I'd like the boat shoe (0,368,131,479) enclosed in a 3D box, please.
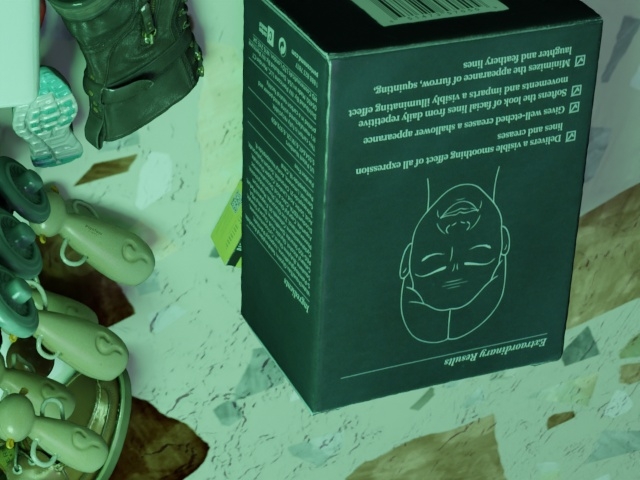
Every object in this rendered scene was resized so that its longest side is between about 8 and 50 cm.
[{"bbox_3d":[-0.319,0.258,1.824,0.104,0.110,0.307,14,121,-35],"label":"boat shoe"}]

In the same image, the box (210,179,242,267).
[{"bbox_3d":[0.000,0.000,1.791,0.232,0.058,0.087,11,122,-31],"label":"box"}]

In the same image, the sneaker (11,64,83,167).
[{"bbox_3d":[-0.266,-0.131,1.515,0.065,0.076,0.166,-15,161,-13],"label":"sneaker"}]

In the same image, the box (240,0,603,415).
[{"bbox_3d":[0.091,-0.063,1.623,0.294,0.212,0.395,-10,121,-22],"label":"box"}]

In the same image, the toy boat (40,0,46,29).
[{"bbox_3d":[-0.360,-0.178,1.382,0.318,0.267,0.148,-32,151,-42],"label":"toy boat"}]

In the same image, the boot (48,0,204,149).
[{"bbox_3d":[-0.147,-0.228,1.513,0.263,0.091,0.229,-41,151,-14],"label":"boot"}]

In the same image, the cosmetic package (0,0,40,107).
[{"bbox_3d":[-0.390,-0.325,1.141,0.328,0.329,0.393,-8,130,-20],"label":"cosmetic package"}]

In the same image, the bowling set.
[{"bbox_3d":[-0.307,0.110,1.666,0.154,0.287,0.200,31,144,-34],"label":"bowling set"}]

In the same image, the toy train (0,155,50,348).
[{"bbox_3d":[-0.353,-0.008,1.445,0.142,0.334,0.190,-35,121,17],"label":"toy train"}]
